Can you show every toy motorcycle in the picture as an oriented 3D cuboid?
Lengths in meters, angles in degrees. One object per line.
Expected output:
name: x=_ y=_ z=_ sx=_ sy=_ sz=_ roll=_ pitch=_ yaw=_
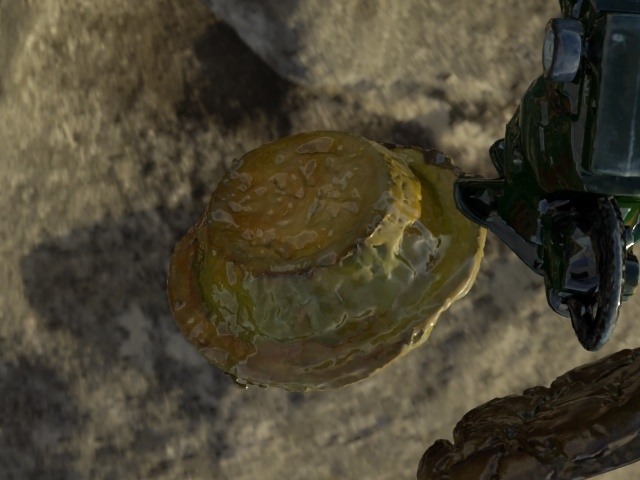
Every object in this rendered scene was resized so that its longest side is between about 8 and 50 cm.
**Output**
toy motorcycle: x=0.143 y=-0.090 z=0.830 sx=0.124 sy=0.187 sz=0.275 roll=4 pitch=101 yaw=-5

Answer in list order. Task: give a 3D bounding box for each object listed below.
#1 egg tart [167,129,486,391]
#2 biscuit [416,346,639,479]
egg tart: x=0.000 y=0.000 z=1.374 sx=0.288 sy=0.288 sz=0.118 roll=-22 pitch=136 yaw=-2
biscuit: x=0.164 y=0.106 z=0.988 sx=0.226 sy=0.226 sz=0.042 roll=-22 pitch=91 yaw=-1
